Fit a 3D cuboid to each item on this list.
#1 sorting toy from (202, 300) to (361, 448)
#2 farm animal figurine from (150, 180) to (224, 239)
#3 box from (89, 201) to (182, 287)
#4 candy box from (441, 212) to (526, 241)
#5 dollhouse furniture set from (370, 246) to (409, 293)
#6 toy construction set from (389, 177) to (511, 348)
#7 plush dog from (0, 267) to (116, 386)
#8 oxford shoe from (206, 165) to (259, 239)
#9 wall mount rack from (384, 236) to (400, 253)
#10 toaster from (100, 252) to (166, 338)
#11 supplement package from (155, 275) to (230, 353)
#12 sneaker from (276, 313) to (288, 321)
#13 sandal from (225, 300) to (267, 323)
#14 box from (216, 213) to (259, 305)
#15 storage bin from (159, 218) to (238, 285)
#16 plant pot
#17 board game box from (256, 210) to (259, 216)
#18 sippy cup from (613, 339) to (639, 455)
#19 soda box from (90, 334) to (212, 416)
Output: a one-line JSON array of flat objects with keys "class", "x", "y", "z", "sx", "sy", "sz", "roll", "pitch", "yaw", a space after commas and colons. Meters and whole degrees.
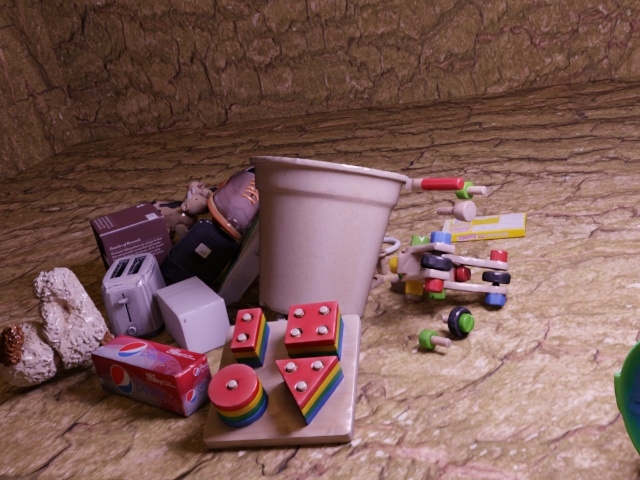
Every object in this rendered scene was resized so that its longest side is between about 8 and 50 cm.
[{"class": "sorting toy", "x": -0.069, "y": 0.222, "z": 1.342, "sx": 0.257, "sy": 0.089, "sz": 0.255, "roll": -6, "pitch": 43, "yaw": 13}, {"class": "farm animal figurine", "x": -0.377, "y": -0.082, "z": 2.244, "sx": 0.327, "sy": 0.172, "sz": 0.330, "roll": -10, "pitch": 25, "yaw": 7}, {"class": "box", "x": -0.475, "y": 0.033, "z": 1.992, "sx": 0.167, "sy": 0.203, "sz": 0.168, "roll": -20, "pitch": 22, "yaw": -19}, {"class": "candy box", "x": 0.408, "y": -0.032, "z": 1.926, "sx": 0.206, "sy": 0.027, "sz": 0.105, "roll": -5, "pitch": 25, "yaw": 19}, {"class": "dollhouse furniture set", "x": 0.162, "y": 0.036, "z": 1.753, "sx": 0.144, "sy": 0.123, "sz": 0.151, "roll": -28, "pitch": 27, "yaw": -36}, {"class": "toy construction set", "x": 0.218, "y": 0.022, "z": 1.556, "sx": 0.257, "sy": 0.309, "sz": 0.237, "roll": -19, "pitch": 16, "yaw": -39}, {"class": "plush dog", "x": -0.561, "y": 0.220, "z": 1.612, "sx": 0.225, "sy": 0.262, "sz": 0.210, "roll": -34, "pitch": 66, "yaw": -24}, {"class": "oxford shoe", "x": -0.213, "y": -0.119, "z": 2.082, "sx": 0.133, "sy": 0.130, "sz": 0.363, "roll": -39, "pitch": 21, "yaw": 14}, {"class": "wall mount rack", "x": 0.024, "y": -0.031, "z": 1.991, "sx": 0.350, "sy": 0.130, "sz": 0.304, "roll": -9, "pitch": 19, "yaw": 6}, {"class": "toaster", "x": -0.430, "y": 0.126, "z": 1.812, "sx": 0.129, "sy": 0.146, "sz": 0.227, "roll": -10, "pitch": 21, "yaw": 4}, {"class": "supplement package", "x": -0.278, "y": 0.164, "z": 1.689, "sx": 0.105, "sy": 0.105, "sz": 0.179, "roll": -20, "pitch": 22, "yaw": -21}, {"class": "sneaker", "x": -0.011, "y": 0.204, "z": 1.501, "sx": 0.121, "sy": 0.079, "sz": 0.217, "roll": -12, "pitch": 29, "yaw": -10}, {"class": "sandal", "x": -0.171, "y": 0.167, "z": 1.716, "sx": 0.072, "sy": 0.049, "sz": 0.180, "roll": -19, "pitch": 7, "yaw": -33}, {"class": "box", "x": -0.153, "y": 0.003, "z": 1.906, "sx": 0.232, "sy": 0.058, "sz": 0.322, "roll": -53, "pitch": 9, "yaw": 20}, {"class": "storage bin", "x": -0.302, "y": 0.045, "z": 1.920, "sx": 0.084, "sy": 0.122, "sz": 0.180, "roll": -50, "pitch": 2, "yaw": 42}, {"class": "plant pot", "x": 0.000, "y": 0.000, "z": 1.600, "sx": 0.334, "sy": 0.305, "sz": 0.334, "roll": 7, "pitch": 1, "yaw": 0}, {"class": "board game box", "x": -0.023, "y": -0.116, "z": 2.314, "sx": 0.316, "sy": 0.064, "sz": 0.242, "roll": -17, "pitch": 22, "yaw": -14}, {"class": "sippy cup", "x": 0.560, "y": 0.206, "z": 1.011, "sx": 0.224, "sy": 0.240, "sz": 0.305, "roll": -11, "pitch": 42, "yaw": -25}, {"class": "soda box", "x": -0.328, "y": 0.257, "z": 1.501, "sx": 0.263, "sy": 0.092, "sz": 0.083, "roll": 6, "pitch": 26, "yaw": 38}]
